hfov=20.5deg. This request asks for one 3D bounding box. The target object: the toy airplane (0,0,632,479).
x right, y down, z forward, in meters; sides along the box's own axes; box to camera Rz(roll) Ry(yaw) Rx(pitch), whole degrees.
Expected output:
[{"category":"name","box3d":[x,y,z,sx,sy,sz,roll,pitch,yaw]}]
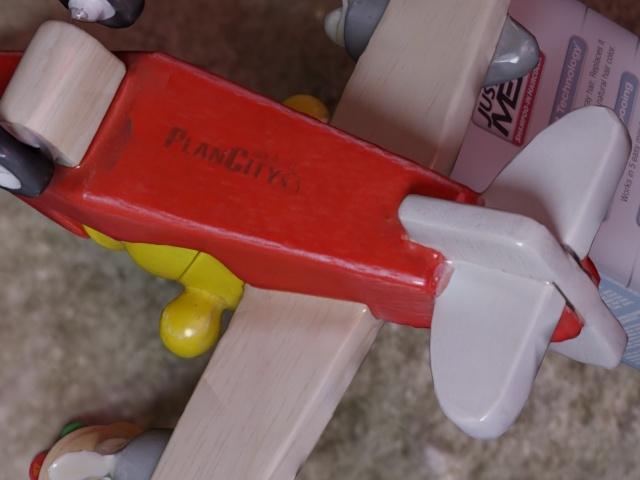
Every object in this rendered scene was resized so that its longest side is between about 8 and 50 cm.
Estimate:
[{"category":"toy airplane","box3d":[0.000,0.000,1.038,0.386,0.272,0.384,-22,65,-2]}]

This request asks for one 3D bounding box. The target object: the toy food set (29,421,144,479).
[{"category":"toy food set","box3d":[-0.136,0.151,1.079,0.083,0.020,0.083,-1,78,-29]}]

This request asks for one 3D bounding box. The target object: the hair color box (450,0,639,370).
[{"category":"hair color box","box3d":[0.225,-0.026,1.277,0.374,0.113,0.185,27,65,-22]}]
